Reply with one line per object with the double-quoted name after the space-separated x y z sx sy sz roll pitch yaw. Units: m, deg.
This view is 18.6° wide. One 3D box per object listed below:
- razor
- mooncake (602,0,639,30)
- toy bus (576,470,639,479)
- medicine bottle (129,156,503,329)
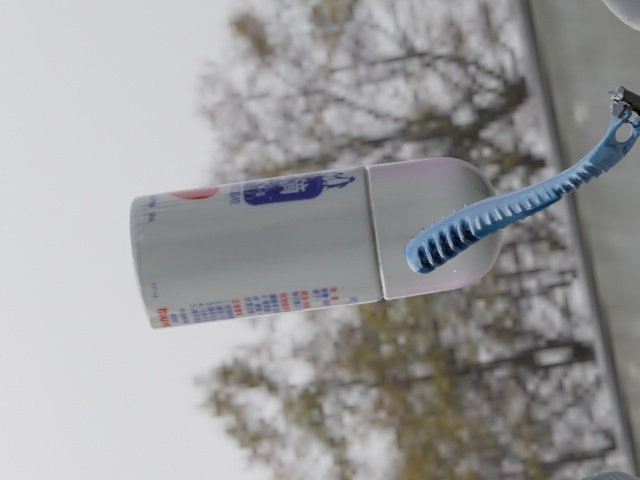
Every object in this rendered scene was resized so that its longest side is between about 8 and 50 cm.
0.168 -0.041 1.571 0.082 0.253 0.042 20 -132 -47 "razor"
0.428 -0.368 1.973 0.194 0.356 0.356 -3 -98 -46 "mooncake"
0.227 0.354 1.667 0.194 0.288 0.232 -2 -143 -50 "toy bus"
0.000 0.000 1.816 0.130 0.341 0.130 -7 -90 -87 "medicine bottle"
